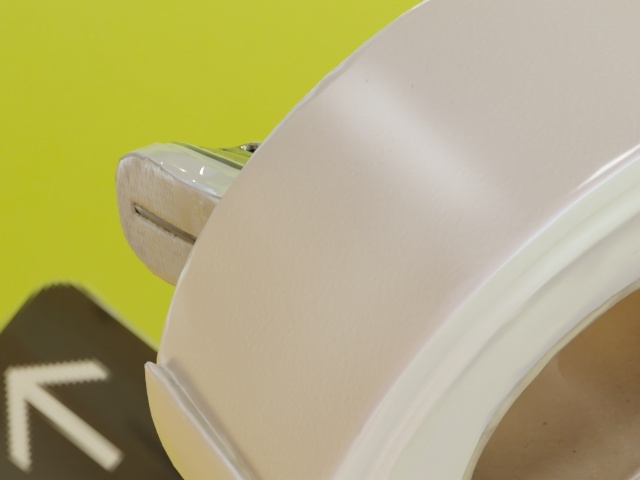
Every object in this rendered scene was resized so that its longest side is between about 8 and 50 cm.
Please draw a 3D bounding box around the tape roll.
[{"bbox_3d":[0.080,0.032,0.624,0.100,0.286,0.286,48,8,33],"label":"tape roll"}]

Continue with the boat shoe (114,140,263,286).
[{"bbox_3d":[0.000,0.000,0.952,0.335,0.119,0.121,34,-44,49],"label":"boat shoe"}]
